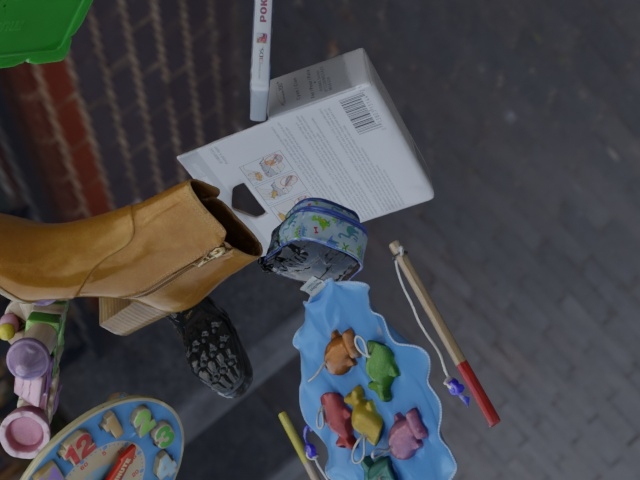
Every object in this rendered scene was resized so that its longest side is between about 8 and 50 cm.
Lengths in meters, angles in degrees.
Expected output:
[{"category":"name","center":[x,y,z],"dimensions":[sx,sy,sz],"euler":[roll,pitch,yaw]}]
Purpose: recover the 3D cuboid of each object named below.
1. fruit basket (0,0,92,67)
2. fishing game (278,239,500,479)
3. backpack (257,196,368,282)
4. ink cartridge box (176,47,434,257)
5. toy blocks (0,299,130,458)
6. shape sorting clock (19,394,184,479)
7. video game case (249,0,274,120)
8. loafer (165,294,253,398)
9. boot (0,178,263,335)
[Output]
[{"category":"fruit basket","center":[-0.443,-0.365,1.631],"dimensions":[0.392,0.392,0.283],"euler":[46,122,23]},{"category":"fishing game","center":[0.027,0.115,1.066],"dimensions":[0.189,0.041,0.264],"euler":[63,149,18]},{"category":"backpack","center":[0.000,0.000,1.776],"dimensions":[0.105,0.084,0.114],"euler":[21,155,-16]},{"category":"ink cartridge box","center":[-0.016,-0.104,1.996],"dimensions":[0.296,0.261,0.066],"euler":[55,-161,-56]},{"category":"toy blocks","center":[-0.377,0.141,1.972],"dimensions":[0.260,0.309,0.289],"euler":[-90,9,-75]},{"category":"shape sorting clock","center":[-0.211,0.238,1.476],"dimensions":[0.040,0.206,0.206],"euler":[34,158,38]},{"category":"video game case","center":[-0.067,-0.244,1.774],"dimensions":[0.201,0.023,0.183],"euler":[122,150,-84]},{"category":"loafer","center":[-0.133,0.119,1.893],"dimensions":[0.078,0.076,0.223],"euler":[40,-173,-42]},{"category":"boot","center":[-0.218,-0.009,1.608],"dimensions":[0.295,0.211,0.104],"euler":[30,-145,-43]}]
